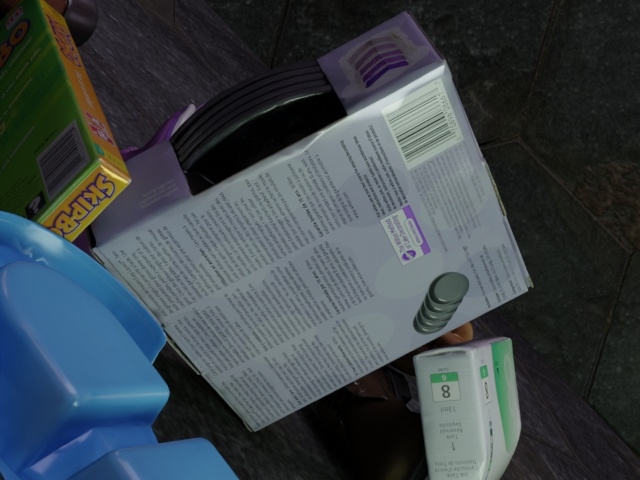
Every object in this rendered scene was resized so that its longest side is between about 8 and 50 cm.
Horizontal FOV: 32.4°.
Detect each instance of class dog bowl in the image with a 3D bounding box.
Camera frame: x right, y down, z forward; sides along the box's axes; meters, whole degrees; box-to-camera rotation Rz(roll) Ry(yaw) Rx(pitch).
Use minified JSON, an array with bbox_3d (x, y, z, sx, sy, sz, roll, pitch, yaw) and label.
[{"bbox_3d":[-0.111,0.114,0.572,0.297,0.074,0.166,49,12,19],"label":"dog bowl"}]

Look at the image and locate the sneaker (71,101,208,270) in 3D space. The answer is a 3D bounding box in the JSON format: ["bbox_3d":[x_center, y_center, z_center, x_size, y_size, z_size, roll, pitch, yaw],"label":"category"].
[{"bbox_3d":[-0.119,-0.048,0.891,0.102,0.161,0.282,40,11,-17],"label":"sneaker"}]

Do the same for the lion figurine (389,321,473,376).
[{"bbox_3d":[0.068,0.069,1.124,0.240,0.142,0.392,38,7,-18],"label":"lion figurine"}]

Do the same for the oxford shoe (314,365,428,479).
[{"bbox_3d":[0.035,0.156,0.949,0.096,0.083,0.227,34,5,-17],"label":"oxford shoe"}]

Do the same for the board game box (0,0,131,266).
[{"bbox_3d":[-0.208,-0.073,0.750,0.039,0.124,0.259,37,15,-42],"label":"board game box"}]

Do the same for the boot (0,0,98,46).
[{"bbox_3d":[-0.396,-0.326,1.154,0.280,0.096,0.264,17,37,-52],"label":"boot"}]

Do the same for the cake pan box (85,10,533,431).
[{"bbox_3d":[0.000,0.000,0.760,0.267,0.246,0.070,57,4,-48],"label":"cake pan box"}]

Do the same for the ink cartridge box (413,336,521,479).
[{"bbox_3d":[0.132,0.195,0.901,0.181,0.056,0.224,6,75,-71],"label":"ink cartridge box"}]
